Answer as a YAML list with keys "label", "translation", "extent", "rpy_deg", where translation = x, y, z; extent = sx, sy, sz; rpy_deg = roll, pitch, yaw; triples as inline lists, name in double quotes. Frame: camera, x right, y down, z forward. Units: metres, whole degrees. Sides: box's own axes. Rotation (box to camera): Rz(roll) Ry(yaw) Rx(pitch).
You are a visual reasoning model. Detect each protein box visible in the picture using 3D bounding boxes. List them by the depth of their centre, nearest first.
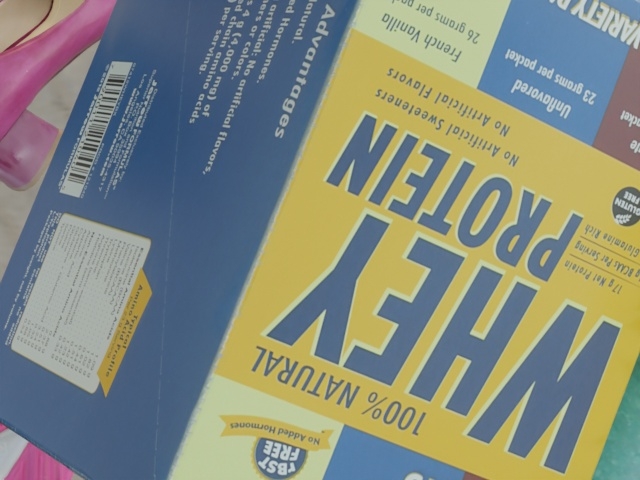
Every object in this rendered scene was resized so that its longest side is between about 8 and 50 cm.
- label: "protein box"
  translation: [0.000, 0.000, 0.643]
  extent: [0.136, 0.201, 0.200]
  rpy_deg: [23, 86, -27]

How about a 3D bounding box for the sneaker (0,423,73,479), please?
- label: "sneaker"
  translation: [-0.244, 0.108, 0.921]
  extent: [0.252, 0.111, 0.103]
  rpy_deg: [-11, 110, -42]

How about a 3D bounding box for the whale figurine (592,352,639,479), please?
- label: "whale figurine"
  translation: [0.111, 0.106, 0.758]
  extent: [0.216, 0.272, 0.141]
  rpy_deg: [38, 68, 6]

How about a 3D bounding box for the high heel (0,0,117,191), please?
- label: "high heel"
  translation: [-0.288, -0.246, 1.900]
  extent: [0.181, 0.127, 0.377]
  rpy_deg: [36, 66, -49]
